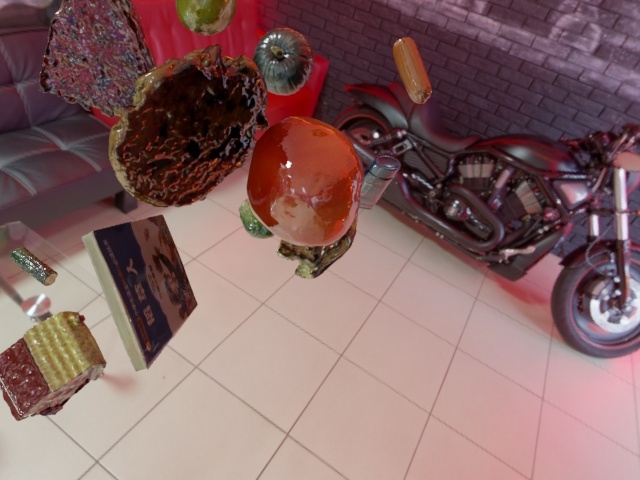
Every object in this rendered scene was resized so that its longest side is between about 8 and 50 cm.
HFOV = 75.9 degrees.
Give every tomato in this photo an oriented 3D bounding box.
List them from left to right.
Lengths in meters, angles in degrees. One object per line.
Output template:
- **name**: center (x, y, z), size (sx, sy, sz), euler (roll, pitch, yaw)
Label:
- **tomato**: center (-0.040, -0.104, 0.784), size (0.179, 0.260, 0.260), euler (-6, 44, -33)

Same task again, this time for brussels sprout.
- **brussels sprout**: center (-0.249, -0.082, 1.659), size (0.183, 0.146, 0.131), euler (23, 29, 3)

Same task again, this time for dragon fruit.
- **dragon fruit**: center (-0.511, -0.501, 1.027), size (0.285, 0.329, 0.228), euler (16, 29, -18)

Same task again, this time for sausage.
- **sausage**: center (0.268, -0.493, 1.197), size (0.076, 0.076, 0.198), euler (-20, 88, -38)

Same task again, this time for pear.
- **pear**: center (-0.210, -0.437, 0.754), size (0.107, 0.131, 0.107), euler (30, 41, -30)

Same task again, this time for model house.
- **model house**: center (-0.718, 0.329, 1.120), size (0.196, 0.254, 0.160), euler (51, 6, 15)

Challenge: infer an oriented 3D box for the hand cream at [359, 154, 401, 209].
- **hand cream**: center (0.160, -0.170, 1.317), size (0.120, 0.270, 0.061), euler (4, 62, -17)

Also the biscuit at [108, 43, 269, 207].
- **biscuit**: center (-0.240, -0.213, 0.773), size (0.081, 0.289, 0.334), euler (38, 66, 25)

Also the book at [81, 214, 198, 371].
- **book**: center (-0.416, 0.095, 1.014), size (0.039, 0.300, 0.428), euler (-17, 9, -1)

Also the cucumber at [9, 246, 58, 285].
- **cucumber**: center (-0.920, 0.081, 1.314), size (0.187, 0.058, 0.058), euler (28, 39, 20)

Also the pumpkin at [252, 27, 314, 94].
- **pumpkin**: center (-0.146, -0.689, 1.576), size (0.249, 0.250, 0.216), euler (25, 7, 9)

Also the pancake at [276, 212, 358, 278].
- **pancake**: center (0.000, 0.000, 1.161), size (0.257, 0.056, 0.213), euler (-7, 79, -8)

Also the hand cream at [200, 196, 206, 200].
- **hand cream**: center (-0.338, -0.261, 1.065), size (0.124, 0.341, 0.078), euler (-1, 31, -32)
